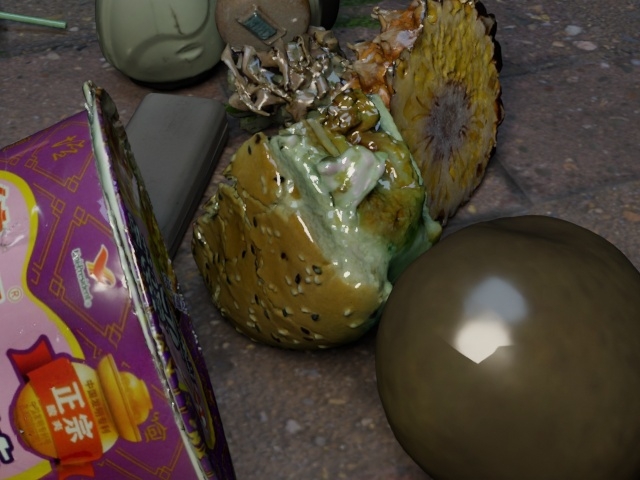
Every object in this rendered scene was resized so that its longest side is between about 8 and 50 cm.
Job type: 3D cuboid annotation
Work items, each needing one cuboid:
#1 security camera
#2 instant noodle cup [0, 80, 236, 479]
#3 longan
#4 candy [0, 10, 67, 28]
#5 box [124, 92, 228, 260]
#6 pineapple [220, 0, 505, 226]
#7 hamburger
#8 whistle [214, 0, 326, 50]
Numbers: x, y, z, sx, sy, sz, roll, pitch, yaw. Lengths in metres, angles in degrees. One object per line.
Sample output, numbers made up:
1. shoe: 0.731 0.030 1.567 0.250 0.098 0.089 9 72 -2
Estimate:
1. security camera: -0.136 -0.289 1.268 0.277 0.191 0.197 -24 46 -22
2. instant noodle cup: -0.229 0.084 0.759 0.266 0.339 0.340 -17 43 -4
3. longan: 0.151 0.089 0.793 0.215 0.246 0.246 -29 39 15
4. candy: -0.475 -0.306 1.386 0.288 0.078 0.084 9 29 -2
5. box: -0.174 -0.067 1.108 0.103 0.055 0.243 7 41 9
6. pineapple: 0.021 -0.155 1.113 0.272 0.262 0.262 11 40 33
7. hamburger: 0.000 0.000 0.914 0.168 0.288 0.192 -22 76 -28
8. whistle: -0.040 -0.233 1.204 0.107 0.220 0.057 -31 55 21
